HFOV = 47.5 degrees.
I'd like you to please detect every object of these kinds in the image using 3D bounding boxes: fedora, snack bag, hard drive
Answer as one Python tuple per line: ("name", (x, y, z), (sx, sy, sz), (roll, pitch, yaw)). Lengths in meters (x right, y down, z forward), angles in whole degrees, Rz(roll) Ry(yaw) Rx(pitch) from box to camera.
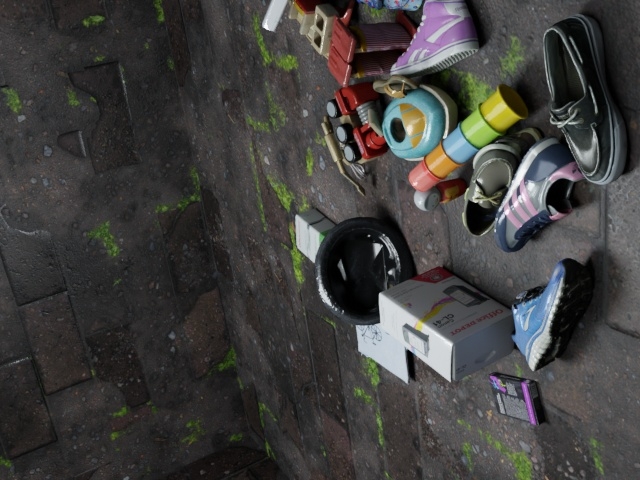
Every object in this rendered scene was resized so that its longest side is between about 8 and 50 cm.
("fedora", (0.136, 0.095, 2.273), (0.152, 0.334, 0.334), (10, -121, -83))
("snack bag", (0.206, 0.286, 2.457), (0.323, 0.037, 0.342), (26, 129, 56))
("hard drive", (-0.064, -0.782, 2.009), (0.233, 0.047, 0.353), (-80, 16, -46))

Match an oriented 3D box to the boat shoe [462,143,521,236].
("boat shoe", (0.389, -0.109, 1.668), (0.305, 0.109, 0.091), (86, -160, -64))

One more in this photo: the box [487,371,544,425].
("box", (0.521, 0.420, 1.943), (0.162, 0.029, 0.116), (-1, 105, 62))

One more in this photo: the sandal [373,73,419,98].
("sandal", (0.186, -0.377, 1.815), (0.180, 0.072, 0.049), (10, 85, 64))

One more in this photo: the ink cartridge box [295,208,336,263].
("ink cartridge box", (0.000, 0.000, 2.604), (0.208, 0.087, 0.153), (41, 142, 45))

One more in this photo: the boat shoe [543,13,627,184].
("boat shoe", (0.496, -0.264, 1.418), (0.121, 0.119, 0.335), (-4, 104, 63))

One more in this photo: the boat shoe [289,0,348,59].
("boat shoe", (0.006, -0.608, 2.138), (0.341, 0.122, 0.110), (54, 149, 28))

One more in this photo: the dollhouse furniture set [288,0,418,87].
("dollhouse furniture set", (0.082, -0.580, 1.939), (0.152, 0.201, 0.374), (100, 148, -46))

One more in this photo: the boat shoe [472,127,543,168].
("boat shoe", (0.413, -0.201, 1.675), (0.223, 0.073, 0.080), (-21, 88, 64))

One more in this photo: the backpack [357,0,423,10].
("backpack", (0.176, -0.641, 1.792), (0.173, 0.117, 0.158), (43, 142, 42))

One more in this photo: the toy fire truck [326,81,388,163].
("toy fire truck", (0.127, -0.349, 2.046), (0.246, 0.158, 0.217), (-28, 81, 61))

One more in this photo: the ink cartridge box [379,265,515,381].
("ink cartridge box", (0.333, 0.213, 1.943), (0.306, 0.226, 0.131), (33, 136, 50))

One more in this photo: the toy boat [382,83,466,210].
("toy boat", (0.262, -0.238, 1.861), (0.267, 0.148, 0.318), (-27, 83, 64))

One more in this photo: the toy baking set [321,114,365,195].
("toy baking set", (0.079, -0.260, 2.204), (0.030, 0.197, 0.256), (-24, 80, 24))

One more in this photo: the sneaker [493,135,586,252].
("sneaker", (0.478, -0.067, 1.599), (0.131, 0.112, 0.319), (54, 151, 36))

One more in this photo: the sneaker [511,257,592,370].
("sneaker", (0.508, 0.157, 1.675), (0.147, 0.130, 0.330), (48, 147, 34))

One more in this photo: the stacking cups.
("stacking cups", (0.326, -0.229, 1.679), (0.316, 0.096, 0.096), (-38, 71, 40))

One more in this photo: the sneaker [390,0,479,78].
("sneaker", (0.263, -0.492, 1.758), (0.282, 0.102, 0.161), (-14, 91, 54))
